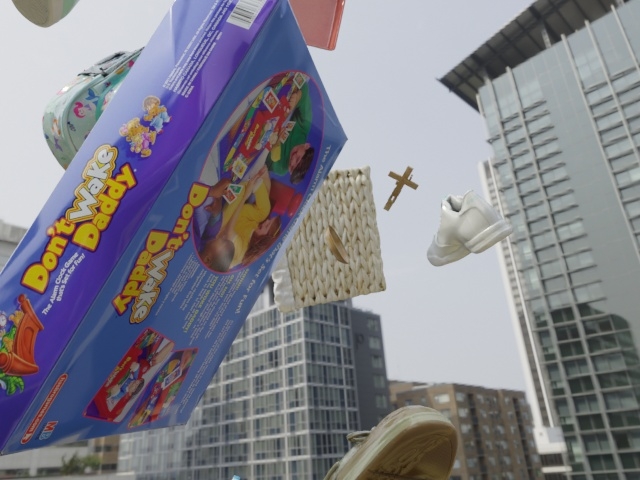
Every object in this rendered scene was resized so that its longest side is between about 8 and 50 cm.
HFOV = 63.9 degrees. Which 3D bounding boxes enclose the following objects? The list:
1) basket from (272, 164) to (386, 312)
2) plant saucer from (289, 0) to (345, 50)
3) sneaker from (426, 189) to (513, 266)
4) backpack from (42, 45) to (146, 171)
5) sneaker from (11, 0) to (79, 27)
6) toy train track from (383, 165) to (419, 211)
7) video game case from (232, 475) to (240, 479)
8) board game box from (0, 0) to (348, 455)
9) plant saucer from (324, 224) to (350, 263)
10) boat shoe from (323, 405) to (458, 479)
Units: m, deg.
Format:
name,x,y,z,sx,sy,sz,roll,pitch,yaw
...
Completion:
name,x,y,z,sx,sy,sz,roll,pitch,yaw
basket,0.000,0.000,1.317,0.267,0.330,0.328,-7,-3,-3
plant saucer,-0.064,-0.676,1.485,0.259,0.258,0.047,12,-14,-5
sneaker,0.205,-0.022,0.771,0.080,0.094,0.212,-32,-5,-15
backpack,-0.349,-0.205,0.932,0.191,0.253,0.225,14,-40,41
sneaker,-0.308,-0.397,0.629,0.094,0.151,0.256,35,-36,-15
toy train track,0.119,-0.080,0.784,0.048,0.014,0.083,28,-54,2
video game case,-0.192,0.543,0.953,0.015,0.166,0.119,16,-64,7
board game box,-0.112,-0.006,0.444,0.078,0.346,0.233,27,-7,19
plant saucer,0.029,0.010,0.950,0.015,0.083,0.083,-28,-30,10
boat shoe,0.045,0.264,0.553,0.105,0.089,0.285,17,-61,-20
